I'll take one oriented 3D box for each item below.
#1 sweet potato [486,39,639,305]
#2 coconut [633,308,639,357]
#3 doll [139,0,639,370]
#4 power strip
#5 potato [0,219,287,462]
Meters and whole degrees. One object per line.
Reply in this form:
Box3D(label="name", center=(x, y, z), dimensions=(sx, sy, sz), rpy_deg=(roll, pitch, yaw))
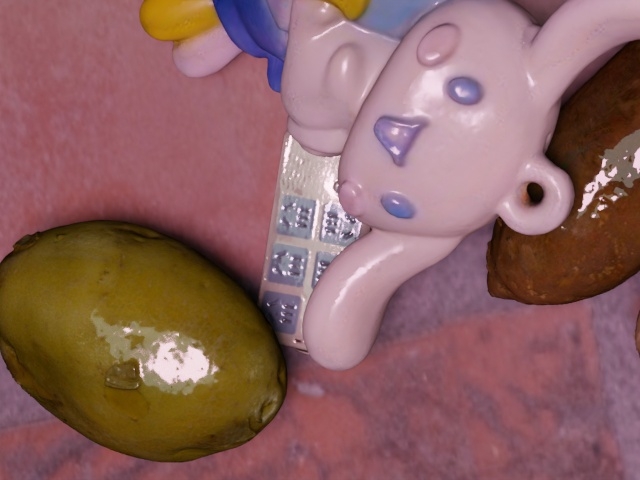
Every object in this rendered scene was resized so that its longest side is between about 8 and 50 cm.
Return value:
Box3D(label="sweet potato", center=(0.264, -0.109, 0.896), dimensions=(0.130, 0.130, 0.422), rpy_deg=(38, 102, 3))
Box3D(label="coconut", center=(0.314, 0.067, 0.890), dimensions=(0.194, 0.194, 0.194), rpy_deg=(1, 98, 10))
Box3D(label="doll", center=(0.038, -0.143, 0.872), dimensions=(0.376, 0.187, 0.365), rpy_deg=(-41, 76, 10))
Box3D(label="power strip", center=(0.000, 0.000, 1.004), dimensions=(0.081, 0.035, 0.192), rpy_deg=(12, 100, 10))
Box3D(label="potato", center=(-0.147, 0.081, 0.976), dimensions=(0.253, 0.148, 0.186), rpy_deg=(16, 114, 25))
